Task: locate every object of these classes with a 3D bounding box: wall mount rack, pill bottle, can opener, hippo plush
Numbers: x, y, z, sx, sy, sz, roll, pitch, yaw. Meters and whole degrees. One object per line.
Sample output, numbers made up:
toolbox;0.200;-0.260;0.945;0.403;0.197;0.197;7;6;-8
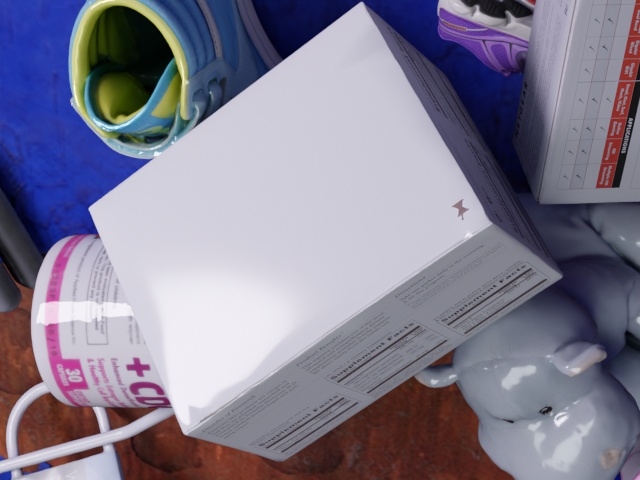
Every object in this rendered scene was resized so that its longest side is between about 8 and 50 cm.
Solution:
wall mount rack;-0.202;0.284;1.433;0.304;0.350;0.130;-17;166;7
pill bottle;-0.099;0.071;1.327;0.283;0.160;0.160;-2;126;17
can opener;-0.355;-0.062;1.371;0.095;0.076;0.283;14;139;48
hippo plush;0.210;0.065;1.155;0.234;0.236;0.294;-15;110;24

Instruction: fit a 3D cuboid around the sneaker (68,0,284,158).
sneaker;-0.100;-0.093;1.172;0.127;0.208;0.319;-14;123;24

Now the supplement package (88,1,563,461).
supplement package;0.000;0.000;1.075;0.262;0.204;0.145;-35;151;15

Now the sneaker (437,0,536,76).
sneaker;0.171;-0.154;1.155;0.170;0.068;0.071;25;145;6

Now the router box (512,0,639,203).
router box;0.306;-0.182;1.012;0.301;0.082;0.335;-1;129;-8

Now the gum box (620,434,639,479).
gum box;0.358;0.164;1.274;0.107;0.062;0.188;33;111;-6
